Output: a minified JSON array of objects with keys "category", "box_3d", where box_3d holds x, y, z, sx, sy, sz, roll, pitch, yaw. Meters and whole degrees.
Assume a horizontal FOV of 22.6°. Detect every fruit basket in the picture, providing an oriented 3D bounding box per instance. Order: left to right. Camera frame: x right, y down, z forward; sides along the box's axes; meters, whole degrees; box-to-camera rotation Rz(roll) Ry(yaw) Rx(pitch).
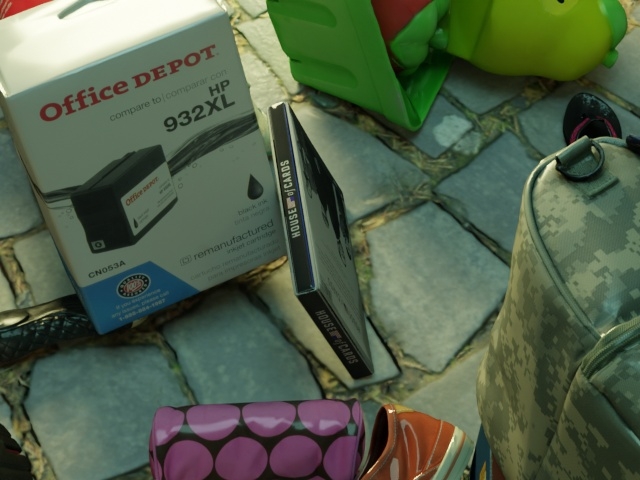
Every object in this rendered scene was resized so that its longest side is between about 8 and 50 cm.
[{"category":"fruit basket","box_3d":[0.162,-0.311,1.836,0.392,0.283,0.392,-11,46,11]}]

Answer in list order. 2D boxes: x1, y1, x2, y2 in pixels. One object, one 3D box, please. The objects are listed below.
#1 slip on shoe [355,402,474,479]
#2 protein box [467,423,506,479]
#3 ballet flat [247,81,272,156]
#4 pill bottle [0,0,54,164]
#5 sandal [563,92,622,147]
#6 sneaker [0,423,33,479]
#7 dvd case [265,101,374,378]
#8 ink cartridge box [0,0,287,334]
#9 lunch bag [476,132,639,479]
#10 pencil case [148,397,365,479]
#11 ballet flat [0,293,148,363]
[{"category":"slip on shoe","box_3d":[0.021,0.289,1.443,0.101,0.123,0.331,33,66,0]},{"category":"protein box","box_3d":[0.205,0.269,1.430,0.136,0.200,0.201,5,54,1]},{"category":"ballet flat","box_3d":[-0.097,-0.156,1.837,0.052,0.057,0.168,-1,52,-37]},{"category":"pill bottle","box_3d":[-0.250,-0.264,1.794,0.229,0.229,0.408,-9,55,-8]},{"category":"sandal","box_3d":[0.309,-0.101,1.801,0.067,0.040,0.179,5,54,2]},{"category":"sneaker","box_3d":[-0.398,0.189,1.554,0.136,0.116,0.314,-43,66,0]},{"category":"dvd case","box_3d":[0.000,0.000,1.639,0.029,0.179,0.239,-17,53,12]},{"category":"ink cartridge box","box_3d":[-0.176,-0.090,1.571,0.223,0.307,0.129,-23,41,-10]},{"category":"lunch bag","box_3d":[0.239,0.094,1.248,0.212,0.305,0.256,-27,60,-22]},{"category":"pencil case","box_3d":[-0.060,0.204,1.541,0.209,0.095,0.098,-3,84,-5]},{"category":"ballet flat","box_3d":[-0.264,0.089,1.659,0.173,0.049,0.057,-9,32,-15]}]
